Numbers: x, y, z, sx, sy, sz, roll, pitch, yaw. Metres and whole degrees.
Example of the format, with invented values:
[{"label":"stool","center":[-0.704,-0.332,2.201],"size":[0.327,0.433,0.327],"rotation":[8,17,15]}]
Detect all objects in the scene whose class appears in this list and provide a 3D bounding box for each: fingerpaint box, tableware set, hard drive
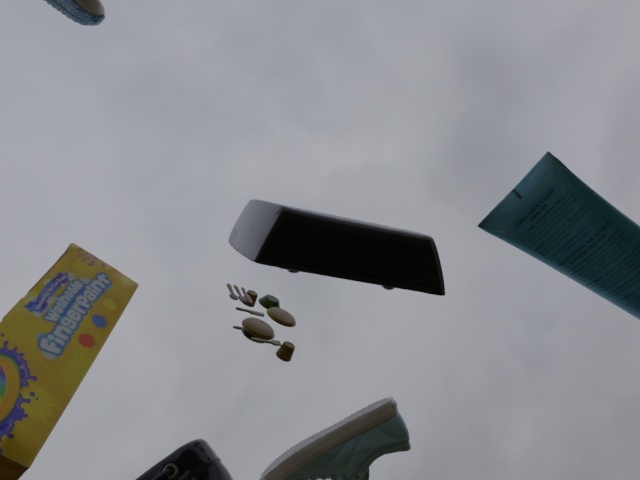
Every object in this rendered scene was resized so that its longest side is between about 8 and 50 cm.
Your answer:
[{"label":"fingerpaint box","center":[-0.537,0.269,0.881],"size":[0.163,0.445,0.371],"rotation":[37,-69,-17]},{"label":"tableware set","center":[-0.078,0.116,0.727],"size":[0.104,0.154,0.024],"rotation":[19,-74,-32]},{"label":"hard drive","center":[0.000,0.000,0.504],"size":[0.171,0.254,0.054],"rotation":[11,-88,-14]}]

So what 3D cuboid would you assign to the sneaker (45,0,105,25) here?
[{"label":"sneaker","center":[-0.353,-0.380,0.643],"size":[0.092,0.087,0.229],"rotation":[-49,-66,-19]}]

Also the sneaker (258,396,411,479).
[{"label":"sneaker","center":[0.039,0.507,1.170],"size":[0.365,0.135,0.150],"rotation":[-29,-103,3]}]

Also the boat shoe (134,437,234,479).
[{"label":"boat shoe","center":[-0.301,0.380,0.540],"size":[0.500,0.156,0.187],"rotation":[-28,-21,-8]}]

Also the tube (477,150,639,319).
[{"label":"tube","center":[0.232,0.018,0.396],"size":[0.207,0.052,0.080],"rotation":[33,-58,-2]}]
